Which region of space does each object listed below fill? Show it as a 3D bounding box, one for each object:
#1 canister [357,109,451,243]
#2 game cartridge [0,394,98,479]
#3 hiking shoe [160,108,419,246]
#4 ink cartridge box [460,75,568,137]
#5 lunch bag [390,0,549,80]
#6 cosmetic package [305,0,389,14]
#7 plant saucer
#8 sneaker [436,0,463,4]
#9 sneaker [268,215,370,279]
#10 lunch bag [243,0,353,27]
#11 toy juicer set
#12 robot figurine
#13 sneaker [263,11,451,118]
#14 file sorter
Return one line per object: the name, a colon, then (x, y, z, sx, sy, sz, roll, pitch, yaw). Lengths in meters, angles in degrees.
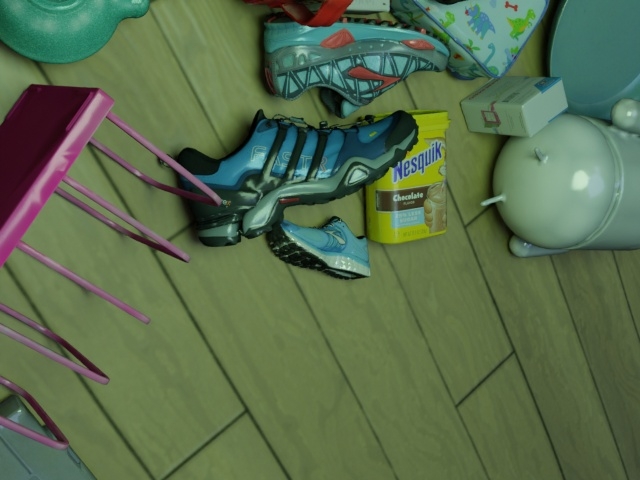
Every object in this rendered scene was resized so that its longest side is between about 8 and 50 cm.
canister: (0.117, -0.088, 1.057, 0.126, 0.073, 0.170, -11, 106, -31)
game cartridge: (-0.323, 0.368, 0.857, 0.230, 0.068, 0.355, -40, 118, -26)
hiking shoe: (-0.023, -0.104, 0.915, 0.304, 0.113, 0.132, -26, 99, -15)
ink cartridge box: (0.277, -0.195, 1.115, 0.088, 0.122, 0.052, -36, 120, -23)
lunch bag: (0.199, -0.338, 1.050, 0.219, 0.090, 0.176, 35, 83, -27)
cosmetic package: (0.030, -0.403, 0.950, 0.099, 0.060, 0.239, -7, 102, -31)
plant saucer: (0.469, -0.335, 1.216, 0.317, 0.044, 0.318, -16, 125, -24)
sneaker: (0.131, -0.387, 0.926, 0.106, 0.078, 0.234, -33, 101, -16)
sneaker: (0.000, 0.000, 1.014, 0.162, 0.063, 0.073, 22, 68, -38)
lunch bag: (-0.001, -0.353, 0.794, 0.120, 0.293, 0.258, -8, 98, -31)
toy juicer set: (-0.284, -0.275, 0.763, 0.329, 0.089, 0.209, -34, 97, -21)
robot figurine: (0.405, -0.085, 1.169, 0.353, 0.200, 0.300, 1, 132, -33)
sneaker: (0.043, -0.219, 0.984, 0.262, 0.104, 0.125, -2, 110, -25)
file sorter: (-0.261, 0.021, 0.752, 0.182, 0.202, 0.291, 39, 77, -35)
